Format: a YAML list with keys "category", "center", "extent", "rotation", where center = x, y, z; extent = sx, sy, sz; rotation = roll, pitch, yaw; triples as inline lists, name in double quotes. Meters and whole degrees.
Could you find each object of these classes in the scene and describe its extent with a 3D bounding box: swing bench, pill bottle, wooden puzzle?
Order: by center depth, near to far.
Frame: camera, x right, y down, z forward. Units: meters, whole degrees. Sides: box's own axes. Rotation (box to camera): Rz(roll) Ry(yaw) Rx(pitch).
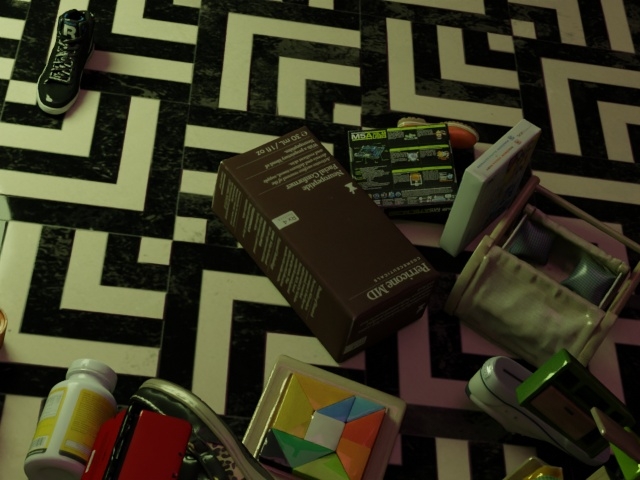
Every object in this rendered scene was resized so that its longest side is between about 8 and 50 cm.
- category: "pill bottle"
  center: [-0.355, 0.267, 1.702]
  extent: [0.103, 0.103, 0.184]
  rotation: [14, 50, -2]
- category: "wooden puzzle"
  center: [0.003, 0.296, 1.799]
  extent: [0.221, 0.044, 0.239]
  rotation: [20, 50, 4]
- category: "swing bench"
  center: [0.388, 0.071, 1.990]
  extent: [0.253, 0.165, 0.255]
  rotation: [32, 52, 13]

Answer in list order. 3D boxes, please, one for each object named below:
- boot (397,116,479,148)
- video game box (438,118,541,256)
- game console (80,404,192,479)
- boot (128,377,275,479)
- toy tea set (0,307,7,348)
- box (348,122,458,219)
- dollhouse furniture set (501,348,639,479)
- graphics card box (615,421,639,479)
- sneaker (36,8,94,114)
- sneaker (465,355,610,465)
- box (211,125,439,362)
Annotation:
- category: "boot"
  center: [0.223, -0.183, 2.232]
  extent: [0.157, 0.059, 0.085]
  rotation: [4, 54, 1]
- category: "video game box"
  center: [0.299, -0.093, 2.075]
  extent: [0.048, 0.205, 0.187]
  rotation: [38, 53, 20]
- category: "game console"
  center: [-0.257, 0.308, 1.600]
  extent: [0.085, 0.124, 0.144]
  rotation: [37, 43, -22]
- category: "boot"
  center: [-0.221, 0.382, 1.620]
  extent: [0.284, 0.138, 0.377]
  rotation: [-33, 61, -27]
- category: "toy tea set"
  center: [-0.557, 0.209, 1.689]
  extent: [0.200, 0.124, 0.336]
  rotation: [6, 51, -8]
- category: "box"
  center: [0.149, -0.126, 2.140]
  extent: [0.190, 0.045, 0.184]
  rotation: [-5, 54, 0]
- category: "dollhouse furniture set"
  center: [0.299, 0.337, 1.630]
  extent: [0.151, 0.301, 0.197]
  rotation: [39, 19, -20]
- category: "graphics card box"
  center: [0.438, 0.469, 1.631]
  extent: [0.094, 0.233, 0.371]
  rotation: [13, 50, 11]
- category: "sneaker"
  center: [-0.472, -0.344, 2.158]
  extent: [0.079, 0.121, 0.217]
  rotation: [12, 50, -2]
- category: "sneaker"
  center: [0.345, 0.278, 1.867]
  extent: [0.258, 0.091, 0.094]
  rotation: [38, 45, -9]
- category: "box"
  center: [0.000, 0.000, 1.978]
  extent: [0.191, 0.143, 0.381]
  rotation: [-27, 63, -30]
